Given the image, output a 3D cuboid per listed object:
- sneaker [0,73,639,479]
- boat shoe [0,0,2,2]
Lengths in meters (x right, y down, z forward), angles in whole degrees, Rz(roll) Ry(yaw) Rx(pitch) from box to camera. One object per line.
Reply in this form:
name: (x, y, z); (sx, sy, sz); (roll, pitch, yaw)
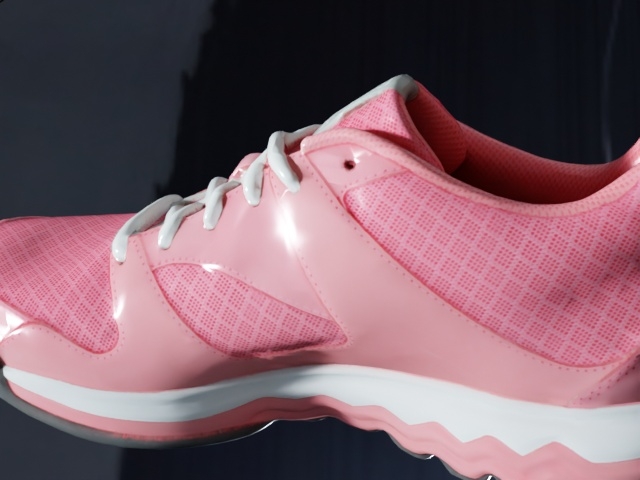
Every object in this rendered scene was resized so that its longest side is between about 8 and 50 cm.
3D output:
sneaker: (0.001, 0.000, 0.513); (0.313, 0.136, 0.116); (5, -155, 14)
boat shoe: (-0.041, -0.139, 0.323); (0.120, 0.324, 0.123); (-6, 129, 40)
